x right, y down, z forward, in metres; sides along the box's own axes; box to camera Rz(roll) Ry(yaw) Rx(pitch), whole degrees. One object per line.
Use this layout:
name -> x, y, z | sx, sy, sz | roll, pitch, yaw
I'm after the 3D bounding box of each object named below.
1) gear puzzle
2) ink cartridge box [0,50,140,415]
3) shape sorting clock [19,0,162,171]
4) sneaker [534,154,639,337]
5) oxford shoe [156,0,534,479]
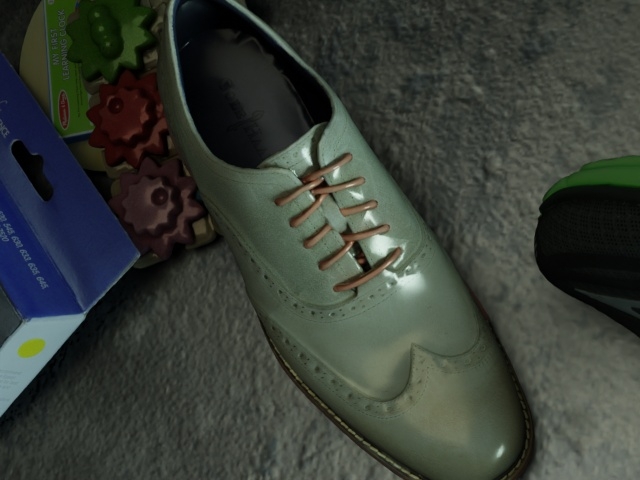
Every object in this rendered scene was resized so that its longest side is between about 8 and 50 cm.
gear puzzle -> -0.130, -0.159, 0.804 | 0.176, 0.044, 0.338 | -20, 77, 13
ink cartridge box -> -0.338, 0.015, 0.847 | 0.307, 0.072, 0.303 | -49, 60, 15
shape sorting clock -> -0.178, -0.162, 0.866 | 0.206, 0.040, 0.206 | -2, 81, 16
sneaker -> 0.280, 0.125, 0.493 | 0.202, 0.185, 0.483 | -48, 60, 2
oxford shoe -> 0.000, 0.000, 0.650 | 0.140, 0.146, 0.397 | -36, 75, -7
